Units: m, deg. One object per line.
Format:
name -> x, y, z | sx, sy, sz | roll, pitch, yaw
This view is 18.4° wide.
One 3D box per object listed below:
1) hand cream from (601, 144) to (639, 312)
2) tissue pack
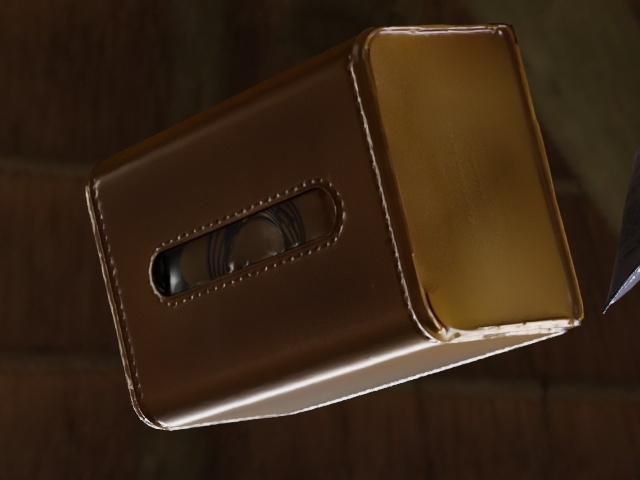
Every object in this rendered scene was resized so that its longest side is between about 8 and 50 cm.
hand cream -> 0.195, -0.022, 1.101 | 0.053, 0.142, 0.084 | 32, -55, -2
tissue pack -> 0.000, 0.000, 1.227 | 0.274, 0.145, 0.194 | -22, -100, 45
